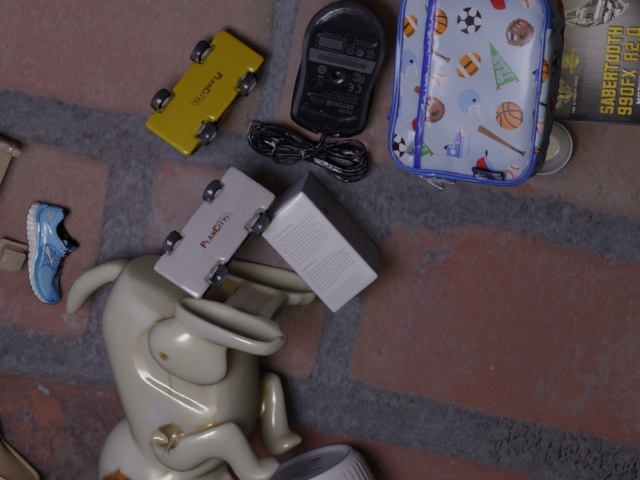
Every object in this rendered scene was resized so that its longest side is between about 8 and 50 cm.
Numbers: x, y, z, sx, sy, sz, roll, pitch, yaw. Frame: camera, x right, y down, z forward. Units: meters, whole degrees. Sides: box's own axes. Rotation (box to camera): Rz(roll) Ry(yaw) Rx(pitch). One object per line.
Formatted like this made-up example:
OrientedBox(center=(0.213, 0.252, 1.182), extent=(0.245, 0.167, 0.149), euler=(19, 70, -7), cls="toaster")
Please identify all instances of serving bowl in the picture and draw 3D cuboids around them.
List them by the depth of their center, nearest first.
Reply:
OrientedBox(center=(0.330, -0.141, 1.779), extent=(0.083, 0.027, 0.083), euler=(1, 106, 2), cls="serving bowl")

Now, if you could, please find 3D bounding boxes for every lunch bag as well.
OrientedBox(center=(0.211, -0.222, 1.697), extent=(0.243, 0.115, 0.303), euler=(11, 106, 21), cls="lunch bag")

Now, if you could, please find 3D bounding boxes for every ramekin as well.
OrientedBox(center=(-0.008, 0.402, 1.872), extent=(0.207, 0.207, 0.109), euler=(-21, 95, 9), cls="ramekin")

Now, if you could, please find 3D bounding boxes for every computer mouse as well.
OrientedBox(center=(0.013, -0.231, 1.753), extent=(0.188, 0.072, 0.272), euler=(17, 119, -4), cls="computer mouse")

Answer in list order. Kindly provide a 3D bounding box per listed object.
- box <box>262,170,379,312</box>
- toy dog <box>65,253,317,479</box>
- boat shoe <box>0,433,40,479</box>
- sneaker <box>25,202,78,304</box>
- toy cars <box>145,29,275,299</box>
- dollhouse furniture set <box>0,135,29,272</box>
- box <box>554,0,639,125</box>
OrientedBox(center=(0.000, 0.000, 1.785), extent=(0.091, 0.130, 0.170), euler=(-40, 100, 14), cls="box")
OrientedBox(center=(-0.218, 0.250, 1.797), extent=(0.395, 0.284, 0.408), euler=(13, 109, 0), cls="toy dog")
OrientedBox(center=(-0.568, 0.313, 1.923), extent=(0.302, 0.109, 0.098), euler=(36, 106, -2), cls="boat shoe")
OrientedBox(center=(-0.412, 0.023, 1.849), extent=(0.073, 0.063, 0.162), euler=(0, 107, 0), cls="sneaker")
OrientedBox(center=(-0.157, -0.105, 1.729), extent=(0.176, 0.087, 0.394), euler=(-4, 77, -3), cls="toy cars")
OrientedBox(center=(-0.573, -0.158, 1.810), extent=(0.355, 0.174, 0.303), euler=(20, 106, -29), cls="dollhouse furniture set")
OrientedBox(center=(0.412, -0.285, 1.717), extent=(0.183, 0.056, 0.231), euler=(3, 107, 2), cls="box")
